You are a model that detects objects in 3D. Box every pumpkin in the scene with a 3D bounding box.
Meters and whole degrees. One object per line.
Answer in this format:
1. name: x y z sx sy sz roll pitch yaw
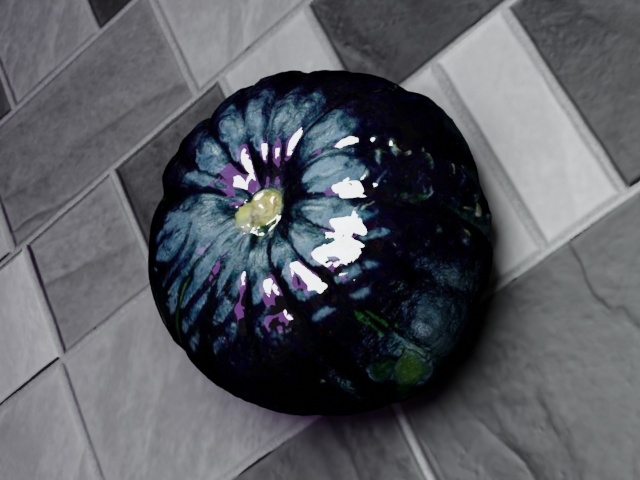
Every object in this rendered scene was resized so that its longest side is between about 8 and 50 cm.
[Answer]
1. pumpkin: 0.000 0.000 1.296 0.363 0.266 0.363 -13 65 30
